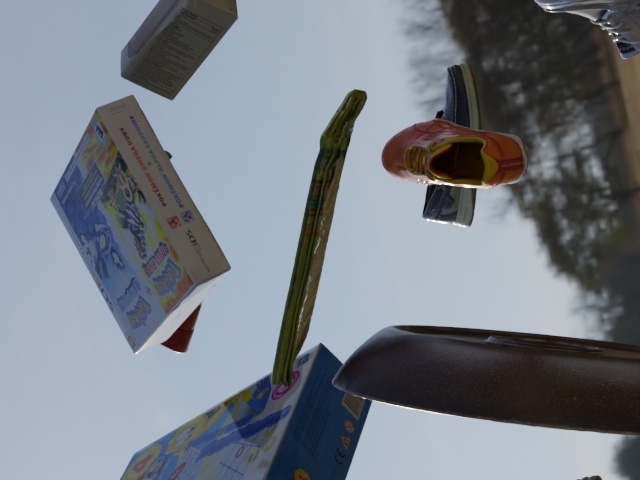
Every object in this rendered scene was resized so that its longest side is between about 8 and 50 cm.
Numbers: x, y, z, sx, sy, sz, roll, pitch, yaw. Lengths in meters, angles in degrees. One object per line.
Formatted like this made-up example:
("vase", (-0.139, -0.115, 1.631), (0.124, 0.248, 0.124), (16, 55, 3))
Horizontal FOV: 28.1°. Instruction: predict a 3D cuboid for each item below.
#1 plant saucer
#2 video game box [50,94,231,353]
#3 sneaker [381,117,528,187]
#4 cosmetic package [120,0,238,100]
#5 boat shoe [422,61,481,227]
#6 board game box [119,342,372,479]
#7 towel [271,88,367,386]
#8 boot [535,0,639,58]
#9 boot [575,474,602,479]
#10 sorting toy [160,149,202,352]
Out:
("plant saucer", (0.165, 0.098, 0.943), (0.310, 0.310, 0.050), (11, -95, -76))
("video game box", (-0.177, -0.009, 1.211), (0.187, 0.048, 0.205), (58, 148, 8))
("sneaker", (0.109, -0.079, 1.161), (0.067, 0.175, 0.064), (-8, -83, -36))
("cosmetic package", (-0.132, -0.190, 1.183), (0.060, 0.115, 0.041), (25, -143, -30))
("boat shoe", (0.156, -0.112, 1.575), (0.080, 0.073, 0.224), (-95, 1, -55))
("board game box", (-0.115, 0.281, 1.256), (0.086, 0.302, 0.308), (47, -147, -16))
("towel", (0.000, 0.000, 1.032), (0.102, 0.021, 0.237), (-60, -14, -57))
("boot", (0.414, -0.308, 1.752), (0.095, 0.258, 0.123), (-132, 35, -65))
("boot", (0.287, 0.404, 1.621), (0.077, 0.165, 0.213), (42, -135, -47))
("sorting toy", (-0.195, -0.013, 1.605), (0.127, 0.126, 0.365), (34, -163, -30))
